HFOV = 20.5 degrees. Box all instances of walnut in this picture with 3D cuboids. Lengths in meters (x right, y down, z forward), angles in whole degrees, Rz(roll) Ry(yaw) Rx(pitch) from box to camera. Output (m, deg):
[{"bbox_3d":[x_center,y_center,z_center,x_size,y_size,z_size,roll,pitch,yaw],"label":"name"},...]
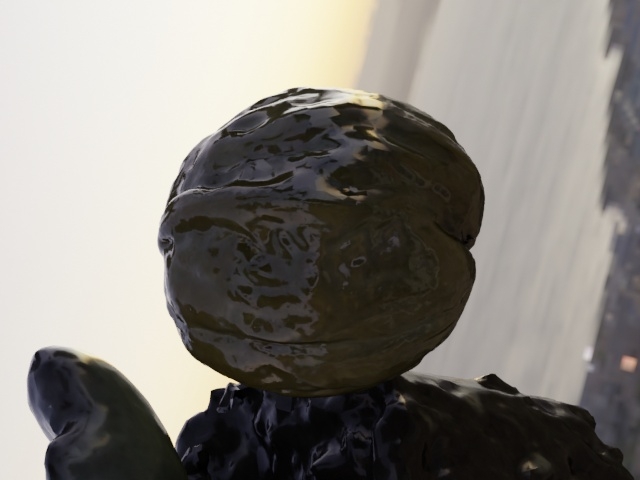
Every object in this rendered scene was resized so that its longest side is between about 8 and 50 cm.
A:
[{"bbox_3d":[0.000,0.000,0.472,0.092,0.092,0.092,-165,90,-89],"label":"walnut"}]

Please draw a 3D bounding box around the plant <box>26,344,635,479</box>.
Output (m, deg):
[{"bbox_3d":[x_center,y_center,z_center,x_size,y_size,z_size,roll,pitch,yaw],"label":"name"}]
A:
[{"bbox_3d":[-0.036,0.104,0.554,0.146,0.274,0.149,136,134,-57],"label":"plant"}]
